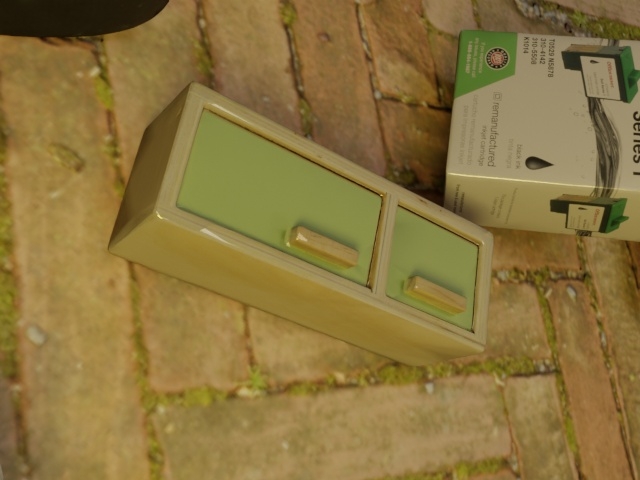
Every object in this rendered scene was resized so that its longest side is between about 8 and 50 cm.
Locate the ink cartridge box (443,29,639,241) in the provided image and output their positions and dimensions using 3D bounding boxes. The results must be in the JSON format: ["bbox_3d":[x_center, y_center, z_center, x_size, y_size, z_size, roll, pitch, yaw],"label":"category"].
[{"bbox_3d":[0.225,-0.092,0.667,0.220,0.092,0.160,5,65,9],"label":"ink cartridge box"}]

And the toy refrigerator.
[{"bbox_3d":[0.000,0.000,0.548,0.270,0.094,0.102,25,61,-27],"label":"toy refrigerator"}]

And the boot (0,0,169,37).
[{"bbox_3d":[-0.237,-0.202,0.452,0.305,0.112,0.115,3,62,-32],"label":"boot"}]

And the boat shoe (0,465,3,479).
[{"bbox_3d":[-0.201,0.108,0.377,0.095,0.084,0.258,-20,87,-37],"label":"boat shoe"}]
